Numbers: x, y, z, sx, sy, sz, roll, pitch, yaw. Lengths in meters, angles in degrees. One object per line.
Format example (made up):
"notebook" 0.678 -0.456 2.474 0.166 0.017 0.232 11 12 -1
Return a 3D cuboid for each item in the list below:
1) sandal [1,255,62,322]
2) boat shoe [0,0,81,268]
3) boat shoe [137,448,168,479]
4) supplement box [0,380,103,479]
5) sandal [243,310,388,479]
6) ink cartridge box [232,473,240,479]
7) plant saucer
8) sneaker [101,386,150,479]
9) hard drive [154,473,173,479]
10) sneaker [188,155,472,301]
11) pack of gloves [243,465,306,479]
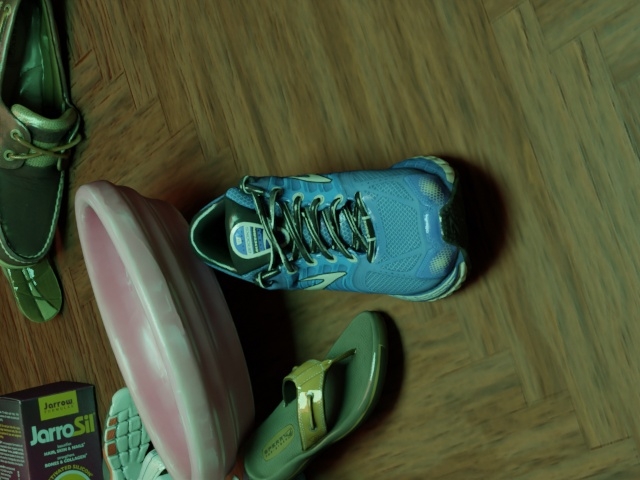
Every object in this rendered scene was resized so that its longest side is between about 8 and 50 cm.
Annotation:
"sandal" -0.361 0.013 1.932 0.049 0.072 0.180 173 84 -75
"boat shoe" -0.342 -0.133 1.824 0.123 0.123 0.342 8 98 53
"boat shoe" -0.186 0.281 1.777 0.035 0.035 0.100 42 127 33
"supplement box" -0.323 0.271 1.897 0.081 0.104 0.188 -2 96 53
"sandal" -0.013 0.148 1.454 0.219 0.060 0.090 -44 44 31
"ink cartridge box" -0.024 0.390 1.484 0.239 0.060 0.275 -135 45 -57
"plant saucer" -0.150 0.091 1.571 0.332 0.084 0.332 159 90 -75
"sneaker" -0.232 0.237 1.809 0.065 0.061 0.157 29 119 54
"hard drive" -0.124 0.456 1.711 0.353 0.047 0.233 60 142 24
"sneaker" 0.000 0.000 1.371 0.330 0.147 0.129 -5 93 53
"pack of gloves" -0.006 0.315 1.551 0.195 0.046 0.232 33 133 46
